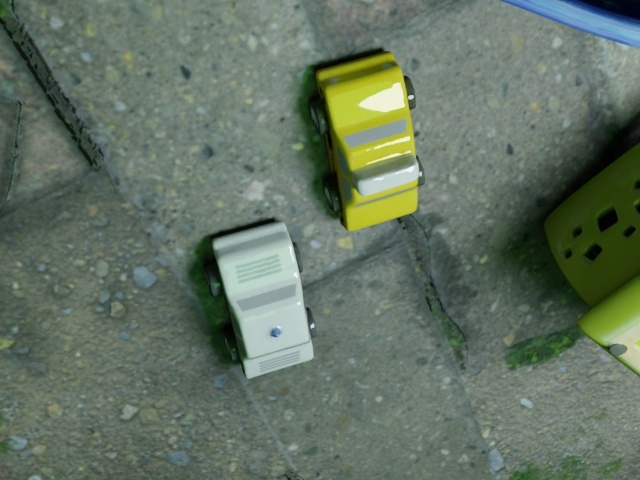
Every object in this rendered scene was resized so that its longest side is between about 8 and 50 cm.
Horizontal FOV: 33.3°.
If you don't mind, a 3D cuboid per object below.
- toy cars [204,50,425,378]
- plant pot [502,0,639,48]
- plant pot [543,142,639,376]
[{"bbox_3d":[0.000,0.000,1.084,0.176,0.087,0.394,20,115,-30],"label":"toy cars"},{"bbox_3d":[0.198,-0.313,0.827,0.235,0.212,0.236,17,119,-7],"label":"plant pot"},{"bbox_3d":[0.395,0.038,1.121,0.227,0.207,0.228,36,124,-22],"label":"plant pot"}]
